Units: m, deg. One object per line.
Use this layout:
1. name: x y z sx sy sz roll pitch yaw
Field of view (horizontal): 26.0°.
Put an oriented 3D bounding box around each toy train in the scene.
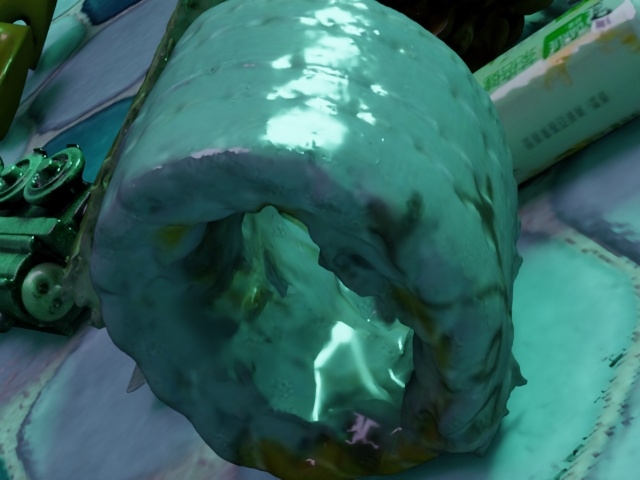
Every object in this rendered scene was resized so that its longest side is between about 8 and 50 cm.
1. toy train: -0.169 0.007 0.771 0.170 0.071 0.111 2 56 51

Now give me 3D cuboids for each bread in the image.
1. bread: -0.060 -0.039 0.606 0.232 0.064 0.173 129 161 -63

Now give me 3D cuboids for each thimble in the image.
1. thimble: 0.001 -0.002 0.473 0.127 0.151 0.118 -11 36 21

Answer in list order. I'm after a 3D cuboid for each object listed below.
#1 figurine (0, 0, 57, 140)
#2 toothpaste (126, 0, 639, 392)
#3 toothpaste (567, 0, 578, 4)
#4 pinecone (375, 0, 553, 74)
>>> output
1. figurine: -0.409 -0.137 1.105 0.204 0.338 0.284 -93 24 -66
2. toothpaste: 0.043 -0.029 0.579 0.314 0.058 0.056 -32 68 23
3. toothpaste: 0.224 -0.203 0.586 0.299 0.073 0.114 -44 6 -18
4. pinecone: 0.028 -0.146 0.657 0.173 0.173 0.174 -30 28 17
